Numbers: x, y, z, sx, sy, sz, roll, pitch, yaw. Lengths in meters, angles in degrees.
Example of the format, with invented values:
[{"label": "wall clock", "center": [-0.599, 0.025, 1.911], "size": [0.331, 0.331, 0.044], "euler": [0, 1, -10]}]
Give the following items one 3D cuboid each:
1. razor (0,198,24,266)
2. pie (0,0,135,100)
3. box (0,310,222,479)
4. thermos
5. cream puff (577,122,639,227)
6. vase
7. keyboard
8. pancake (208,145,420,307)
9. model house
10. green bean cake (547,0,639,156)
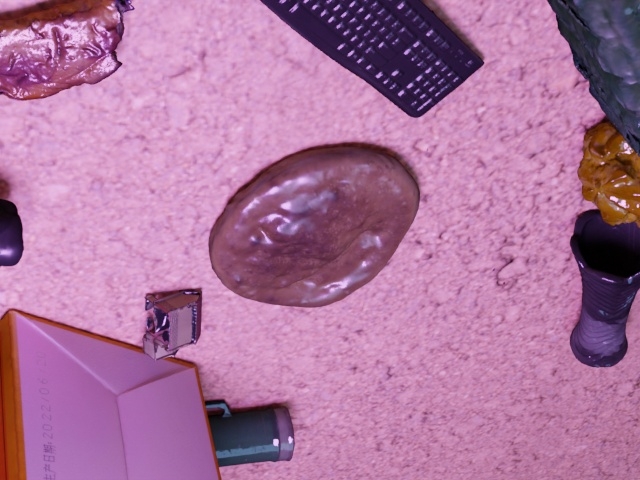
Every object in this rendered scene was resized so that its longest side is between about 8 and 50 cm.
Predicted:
[{"label": "razor", "center": [-0.423, 0.072, 0.941], "size": [0.205, 0.113, 0.349], "euler": [12, 127, -32]}, {"label": "pie", "center": [-0.234, -0.159, 0.831], "size": [0.170, 0.034, 0.092], "euler": [-17, 134, -5]}, {"label": "box", "center": [-0.271, 0.274, 1.085], "size": [0.260, 0.283, 0.214], "euler": [25, 123, -38]}, {"label": "thermos", "center": [-0.132, 0.258, 1.280], "size": [0.188, 0.073, 0.083], "euler": [-4, 137, -17]}, {"label": "cream puff", "center": [0.354, -0.066, 1.091], "size": [0.156, 0.121, 0.156], "euler": [-9, 142, -7]}, {"label": "vase", "center": [0.365, 0.071, 1.261], "size": [0.116, 0.115, 0.237], "euler": [-17, 143, -4]}, {"label": "keyboard", "center": [0.016, -0.217, 0.861], "size": [0.103, 0.041, 0.381], "euler": [-39, 135, 20]}, {"label": "pancake", "center": [0.000, 0.000, 1.077], "size": [0.242, 0.050, 0.241], "euler": [-10, 138, -9]}, {"label": "model house", "center": [-0.165, 0.097, 1.120], "size": [0.058, 0.057, 0.083], "euler": [-21, 125, -40]}, {"label": "green bean cake", "center": [0.372, -0.241, 0.882], "size": [0.308, 0.169, 0.300], "euler": [-33, 136, 12]}]
